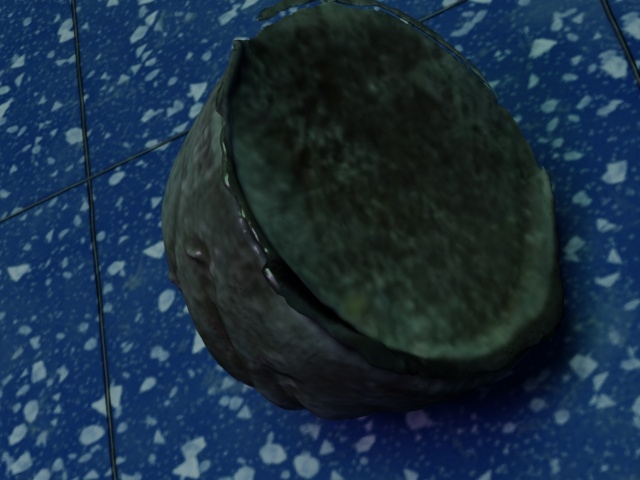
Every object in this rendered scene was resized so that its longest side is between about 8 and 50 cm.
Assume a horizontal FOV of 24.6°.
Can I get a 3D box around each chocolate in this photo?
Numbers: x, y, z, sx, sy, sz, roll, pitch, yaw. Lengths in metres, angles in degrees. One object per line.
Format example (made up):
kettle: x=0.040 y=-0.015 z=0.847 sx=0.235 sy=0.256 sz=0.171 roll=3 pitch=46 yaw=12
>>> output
chocolate: x=0.000 y=0.000 z=1.057 sx=0.213 sy=0.303 sz=0.303 roll=-39 pitch=37 yaw=45
